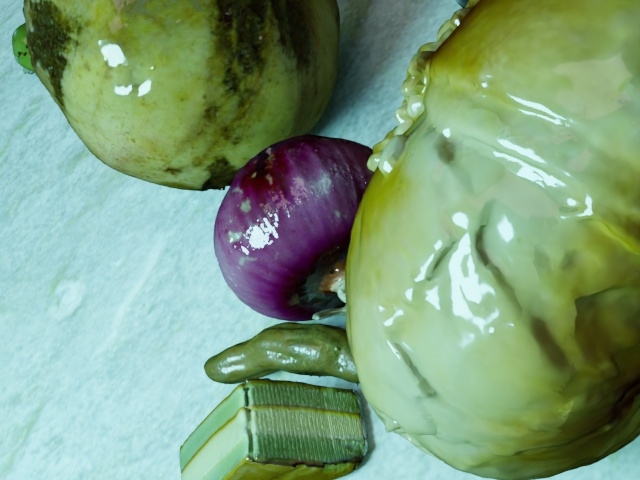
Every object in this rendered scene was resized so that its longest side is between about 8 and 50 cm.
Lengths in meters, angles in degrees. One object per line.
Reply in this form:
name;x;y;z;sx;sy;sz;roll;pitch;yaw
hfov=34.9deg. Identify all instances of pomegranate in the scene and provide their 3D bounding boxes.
pomegranate;-0.363;-0.248;1.329;0.073;0.084;0.073;0;68;1
pomegranate;-0.131;-0.207;0.997;0.322;0.322;0.322;-15;57;25

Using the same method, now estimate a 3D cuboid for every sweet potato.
sweet potato;-0.034;0.101;0.922;0.182;0.054;0.053;-7;52;32

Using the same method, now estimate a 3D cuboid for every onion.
onion;-0.005;-0.008;0.886;0.153;0.177;0.177;33;84;18

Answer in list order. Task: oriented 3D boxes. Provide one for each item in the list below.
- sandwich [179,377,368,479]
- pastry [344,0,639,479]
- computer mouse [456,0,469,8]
sandwich;-0.046;0.192;0.901;0.163;0.114;0.079;-50;39;47
pastry;0.178;-0.034;0.664;0.409;0.409;0.245;-48;60;0
computer mouse;0.206;-0.258;0.946;0.137;0.096;0.233;-47;48;0
